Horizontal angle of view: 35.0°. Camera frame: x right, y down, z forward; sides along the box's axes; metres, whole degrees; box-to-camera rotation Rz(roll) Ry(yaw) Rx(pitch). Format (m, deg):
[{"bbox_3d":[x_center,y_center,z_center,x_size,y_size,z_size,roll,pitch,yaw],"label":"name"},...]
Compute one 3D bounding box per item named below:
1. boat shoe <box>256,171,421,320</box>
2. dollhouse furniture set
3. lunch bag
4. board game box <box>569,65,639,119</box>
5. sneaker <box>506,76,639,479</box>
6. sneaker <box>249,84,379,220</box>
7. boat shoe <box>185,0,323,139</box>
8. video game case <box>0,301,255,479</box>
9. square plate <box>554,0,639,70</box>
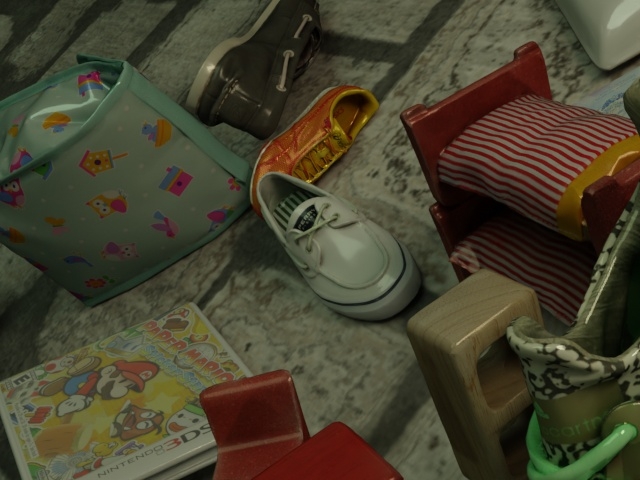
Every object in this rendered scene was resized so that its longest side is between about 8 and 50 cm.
[{"bbox_3d":[0.000,0.000,0.893,0.083,0.076,0.226,-49,33,-7],"label":"boat shoe"},{"bbox_3d":[0.065,0.042,0.606,0.374,0.152,0.201,-32,30,-17],"label":"dollhouse furniture set"},{"bbox_3d":[-0.222,-0.072,1.081,0.262,0.223,0.160,-24,44,28],"label":"lunch bag"},{"bbox_3d":[0.226,-0.086,0.793,0.090,0.020,0.090,-29,36,23],"label":"board game box"},{"bbox_3d":[0.143,0.099,0.463,0.158,0.182,0.410,3,72,70],"label":"sneaker"},{"bbox_3d":[-0.009,-0.093,1.018,0.175,0.064,0.067,-55,30,-16],"label":"sneaker"},{"bbox_3d":[-0.049,-0.198,1.144,0.112,0.095,0.335,-59,0,32],"label":"boat shoe"},{"bbox_3d":[-0.166,0.143,0.881,0.206,0.026,0.227,-23,28,-17],"label":"video game case"},{"bbox_3d":[0.344,-0.339,0.913,0.347,0.049,0.344,-32,35,17],"label":"square plate"}]
